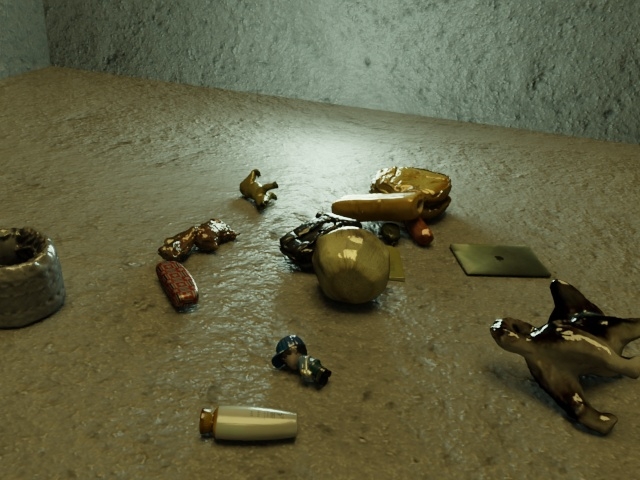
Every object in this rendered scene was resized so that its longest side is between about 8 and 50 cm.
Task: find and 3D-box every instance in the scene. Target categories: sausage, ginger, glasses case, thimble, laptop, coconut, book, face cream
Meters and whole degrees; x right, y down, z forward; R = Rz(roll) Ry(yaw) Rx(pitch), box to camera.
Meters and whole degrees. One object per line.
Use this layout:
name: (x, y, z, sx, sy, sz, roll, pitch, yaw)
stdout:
sausage: (0.322, -0.034, 1.919, 0.065, 0.065, 0.169, 0, 27, -11)
ginger: (-0.363, 0.005, 1.720, 0.122, 0.084, 0.290, 41, 35, 17)
glasses case: (-0.366, 0.114, 1.516, 0.073, 0.049, 0.194, -9, 30, -28)
thimble: (-0.728, 0.079, 1.404, 0.217, 0.157, 0.245, -4, 28, -19)
laptop: (0.552, 0.060, 1.823, 0.269, 0.015, 0.187, 2, 27, -7)
coconut: (0.079, 0.057, 1.551, 0.224, 0.224, 0.224, 4, 27, -2)
book: (0.159, 0.060, 1.755, 0.168, 0.013, 0.192, 5, 27, 0)
face cream: (-0.134, 0.342, 1.107, 0.182, 0.051, 0.072, 4, 28, -5)

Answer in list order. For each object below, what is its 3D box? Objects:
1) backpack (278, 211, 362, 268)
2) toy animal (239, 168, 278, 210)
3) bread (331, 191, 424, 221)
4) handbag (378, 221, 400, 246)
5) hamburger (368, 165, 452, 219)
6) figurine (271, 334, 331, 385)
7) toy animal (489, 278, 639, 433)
backpack: (0.000, 0.000, 1.730, 0.258, 0.133, 0.206, -25, 31, -29)
toy animal: (-0.217, -0.169, 2.074, 0.101, 0.103, 0.219, -32, 43, -22)
bread: (0.189, -0.108, 1.950, 0.305, 0.091, 0.142, 0, 19, 24)
handbag: (0.223, -0.021, 1.889, 0.072, 0.047, 0.111, 7, 26, -6)
hamburger: (0.321, -0.172, 2.104, 0.283, 0.144, 0.259, 24, 35, 26)
figurine: (-0.038, 0.254, 1.275, 0.136, 0.079, 0.077, 15, -13, 28)
toy animal: (0.564, 0.217, 1.326, 0.303, 0.194, 0.344, 27, 28, 27)
